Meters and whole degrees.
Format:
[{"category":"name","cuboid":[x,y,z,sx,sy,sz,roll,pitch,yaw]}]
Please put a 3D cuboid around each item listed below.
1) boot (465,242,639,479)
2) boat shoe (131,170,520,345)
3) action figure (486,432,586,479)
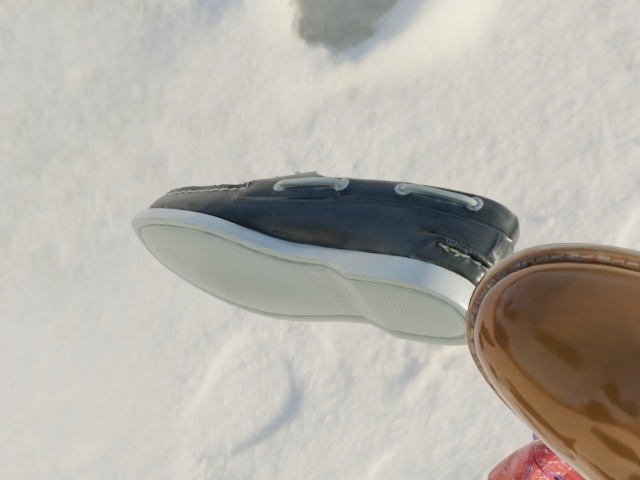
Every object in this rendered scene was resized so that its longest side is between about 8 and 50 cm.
[{"category":"boot","cuboid":[0.149,0.117,0.488,0.283,0.220,0.109,42,114,8]},{"category":"boat shoe","cuboid":[0.000,0.000,0.993,0.303,0.114,0.091,13,60,31]},{"category":"action figure","cuboid":[0.235,0.191,1.230,0.139,0.091,0.280,49,39,-1]}]
